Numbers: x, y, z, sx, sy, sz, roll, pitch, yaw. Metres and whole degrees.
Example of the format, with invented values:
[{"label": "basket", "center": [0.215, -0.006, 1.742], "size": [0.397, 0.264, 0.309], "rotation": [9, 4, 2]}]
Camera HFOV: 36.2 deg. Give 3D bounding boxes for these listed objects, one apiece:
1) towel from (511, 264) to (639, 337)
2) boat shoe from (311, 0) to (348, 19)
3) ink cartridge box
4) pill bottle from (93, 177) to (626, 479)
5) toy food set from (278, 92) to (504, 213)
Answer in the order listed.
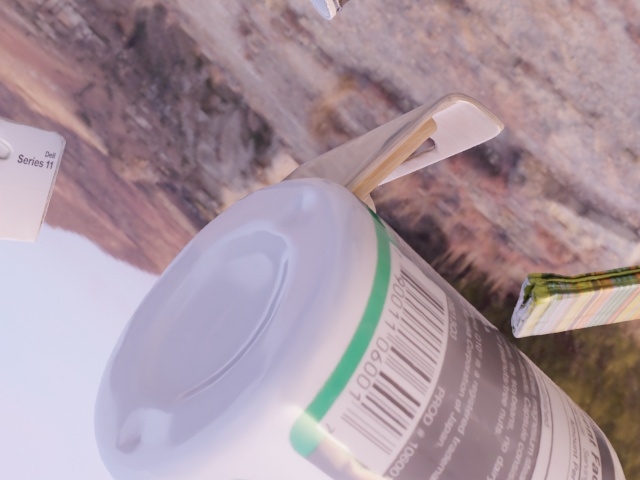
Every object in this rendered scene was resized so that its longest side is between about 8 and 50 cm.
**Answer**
[{"label": "towel", "center": [0.244, 0.026, 0.633], "size": [0.102, 0.237, 0.021], "rotation": [82, 179, -71]}, {"label": "boat shoe", "center": [0.002, -0.272, 0.954], "size": [0.046, 0.038, 0.125], "rotation": [39, 165, 36]}, {"label": "ink cartridge box", "center": [-0.313, -0.068, 0.693], "size": [0.208, 0.087, 0.153], "rotation": [16, -177, 27]}, {"label": "pill bottle", "center": [0.058, 0.144, 0.608], "size": [0.361, 0.204, 0.204], "rotation": [43, 179, -28]}, {"label": "toy food set", "center": [0.000, 0.000, 0.842], "size": [0.092, 0.306, 0.219], "rotation": [54, 146, -12]}]
